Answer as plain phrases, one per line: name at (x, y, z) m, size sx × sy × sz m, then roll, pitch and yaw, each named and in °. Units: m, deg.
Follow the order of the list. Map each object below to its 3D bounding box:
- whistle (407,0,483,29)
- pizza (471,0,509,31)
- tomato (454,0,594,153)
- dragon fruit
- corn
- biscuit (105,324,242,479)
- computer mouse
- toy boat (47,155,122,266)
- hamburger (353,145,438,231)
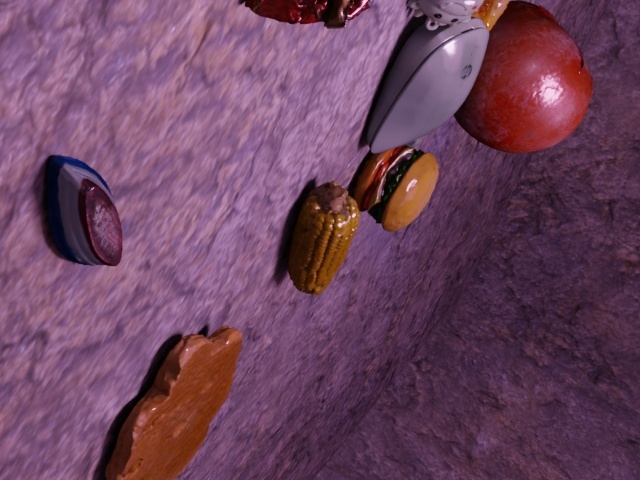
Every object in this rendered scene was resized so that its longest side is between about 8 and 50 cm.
whistle at (0.211, -0.395, 2.016) m, size 0.101 × 0.106 × 0.253 m, roll -13°, pitch 145°, yaw -42°
pizza at (0.263, -0.419, 2.231) m, size 0.182 × 0.074 × 0.365 m, roll -34°, pitch 155°, yaw -51°
tomato at (0.337, -0.275, 2.465) m, size 0.265 × 0.265 × 0.265 m, roll -53°, pitch 167°, yaw -18°
dragon fruit at (0.008, -0.287, 1.506) m, size 0.162 × 0.106 × 0.083 m, roll -42°, pitch 159°, yaw -44°
corn at (0.000, 0.000, 2.213) m, size 0.097 × 0.097 × 0.262 m, roll -49°, pitch 167°, yaw -35°
biscuit at (-0.221, 0.256, 2.077) m, size 0.269 × 0.051 × 0.376 m, roll -44°, pitch 161°, yaw -39°
computer mouse at (0.175, -0.232, 2.221) m, size 0.159 × 0.097 × 0.288 m, roll -25°, pitch 151°, yaw -37°
toy boat at (-0.228, -0.025, 1.390) m, size 0.080 × 0.046 × 0.229 m, roll -51°, pitch 168°, yaw -17°
hamburger at (0.127, -0.095, 2.413) m, size 0.162 × 0.115 × 0.162 m, roll -52°, pitch 164°, yaw -22°
